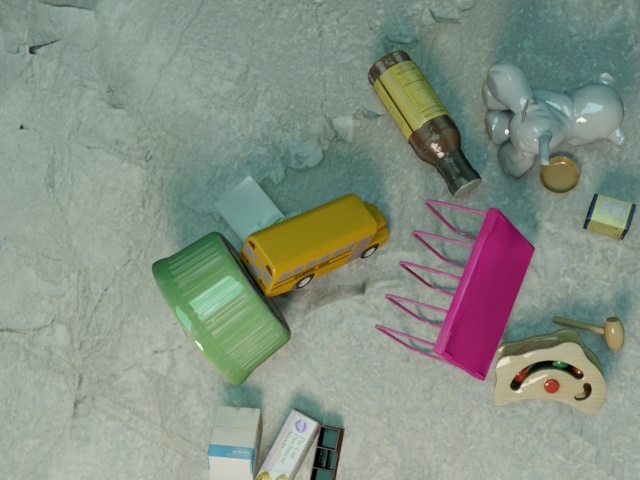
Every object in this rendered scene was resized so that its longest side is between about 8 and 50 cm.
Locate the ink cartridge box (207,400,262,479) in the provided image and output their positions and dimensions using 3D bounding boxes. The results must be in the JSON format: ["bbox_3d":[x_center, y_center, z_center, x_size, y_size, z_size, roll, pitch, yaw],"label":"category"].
[{"bbox_3d":[-0.171,0.407,1.669,0.090,0.092,0.143,5,43,4],"label":"ink cartridge box"}]

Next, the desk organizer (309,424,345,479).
[{"bbox_3d":[0.012,0.445,1.671,0.047,0.050,0.130,8,78,13],"label":"desk organizer"}]

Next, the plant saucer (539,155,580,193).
[{"bbox_3d":[0.506,-0.137,1.737,0.083,0.015,0.083,-3,76,11],"label":"plant saucer"}]

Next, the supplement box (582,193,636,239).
[{"bbox_3d":[0.585,-0.048,1.663,0.083,0.083,0.056,18,81,16],"label":"supplement box"}]

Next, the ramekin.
[{"bbox_3d":[-0.191,0.128,1.662,0.148,0.303,0.303,-36,72,-1],"label":"ramekin"}]

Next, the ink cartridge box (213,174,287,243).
[{"bbox_3d":[-0.130,-0.032,1.814,0.109,0.062,0.209,-40,72,0],"label":"ink cartridge box"}]

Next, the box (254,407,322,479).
[{"bbox_3d":[-0.101,0.501,1.673,0.067,0.063,0.324,27,83,16],"label":"box"}]

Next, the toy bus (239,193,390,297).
[{"bbox_3d":[0.000,0.000,1.670,0.332,0.130,0.108,-24,67,-32],"label":"toy bus"}]

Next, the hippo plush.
[{"bbox_3d":[0.477,-0.274,1.655,0.236,0.294,0.234,-17,88,-4],"label":"hippo plush"}]

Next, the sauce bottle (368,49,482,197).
[{"bbox_3d":[0.228,-0.249,1.774,0.111,0.111,0.344,-29,74,3],"label":"sauce bottle"}]

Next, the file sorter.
[{"bbox_3d":[0.259,0.091,1.621,0.182,0.202,0.291,15,77,39],"label":"file sorter"}]

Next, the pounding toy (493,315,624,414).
[{"bbox_3d":[0.473,0.249,1.620,0.269,0.155,0.154,-16,102,17],"label":"pounding toy"}]
